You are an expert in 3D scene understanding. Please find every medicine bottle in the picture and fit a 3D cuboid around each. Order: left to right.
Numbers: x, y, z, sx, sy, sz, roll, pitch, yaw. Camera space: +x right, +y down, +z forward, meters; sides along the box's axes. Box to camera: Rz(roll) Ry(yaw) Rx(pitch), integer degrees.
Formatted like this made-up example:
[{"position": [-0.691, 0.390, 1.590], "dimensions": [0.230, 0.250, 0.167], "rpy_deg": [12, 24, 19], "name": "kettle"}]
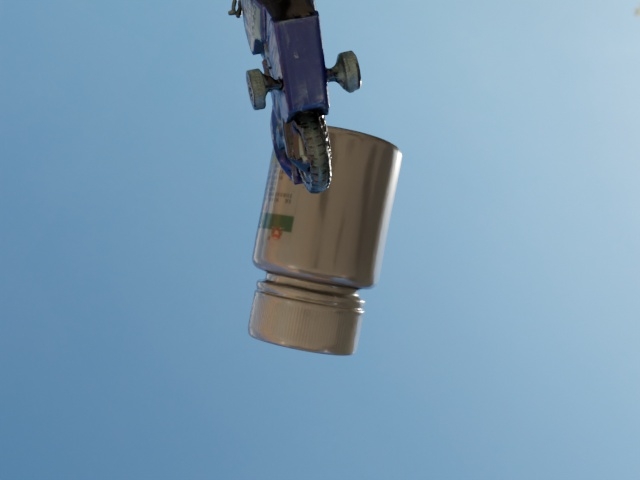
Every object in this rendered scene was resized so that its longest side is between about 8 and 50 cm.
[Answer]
[{"position": [0.000, 0.000, 1.204], "dimensions": [0.209, 0.208, 0.339], "rpy_deg": [11, -92, -8], "name": "medicine bottle"}]

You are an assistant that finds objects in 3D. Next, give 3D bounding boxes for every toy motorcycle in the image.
[{"position": [-0.034, -0.201, 0.821], "dimensions": [0.113, 0.315, 0.169], "rpy_deg": [-13, -154, -10], "name": "toy motorcycle"}]
